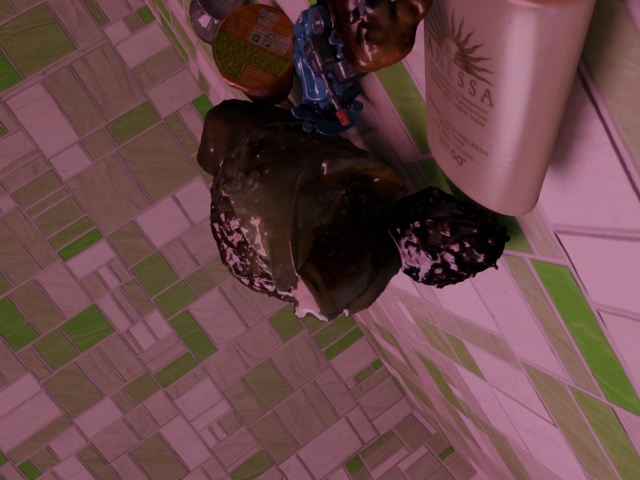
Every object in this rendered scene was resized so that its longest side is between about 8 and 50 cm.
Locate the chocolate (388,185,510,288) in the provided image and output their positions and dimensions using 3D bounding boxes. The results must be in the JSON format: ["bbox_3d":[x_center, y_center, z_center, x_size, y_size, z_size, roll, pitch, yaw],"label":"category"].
[{"bbox_3d":[0.199,-0.005,0.711,0.156,0.156,0.133,58,155,-15],"label":"chocolate"}]

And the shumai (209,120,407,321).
[{"bbox_3d":[0.000,0.000,0.876,0.395,0.395,0.348,59,-179,-25],"label":"shumai"}]

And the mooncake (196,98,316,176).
[{"bbox_3d":[-0.125,-0.212,1.124,0.290,0.291,0.161,45,125,51],"label":"mooncake"}]

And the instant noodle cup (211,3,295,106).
[{"bbox_3d":[-0.120,-0.356,1.026,0.168,0.168,0.185,55,180,4],"label":"instant noodle cup"}]

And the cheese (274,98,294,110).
[{"bbox_3d":[-0.121,-0.374,1.311,0.192,0.037,0.097,54,171,0],"label":"cheese"}]

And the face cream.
[{"bbox_3d":[0.148,-0.172,0.432,0.173,0.081,0.348,58,175,31],"label":"face cream"}]

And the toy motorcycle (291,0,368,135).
[{"bbox_3d":[0.013,-0.256,0.756,0.182,0.124,0.272,67,170,-9],"label":"toy motorcycle"}]

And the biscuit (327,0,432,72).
[{"bbox_3d":[0.015,-0.303,0.389,0.289,0.081,0.333,-109,-1,-57],"label":"biscuit"}]

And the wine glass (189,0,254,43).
[{"bbox_3d":[-0.218,-0.498,1.084,0.126,0.126,0.241,58,171,-14],"label":"wine glass"}]
